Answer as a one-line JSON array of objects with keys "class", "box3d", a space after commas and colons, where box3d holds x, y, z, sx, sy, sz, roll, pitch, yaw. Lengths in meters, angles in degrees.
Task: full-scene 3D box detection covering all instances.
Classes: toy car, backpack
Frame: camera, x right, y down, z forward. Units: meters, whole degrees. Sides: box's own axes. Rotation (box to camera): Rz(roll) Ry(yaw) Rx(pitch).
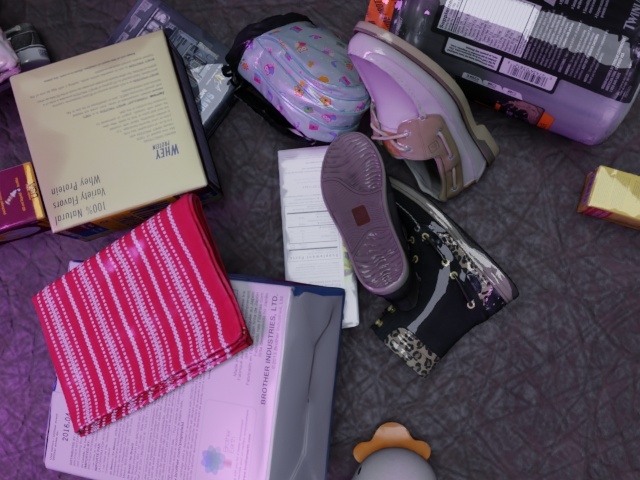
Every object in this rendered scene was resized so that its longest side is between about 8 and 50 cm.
[{"class": "toy car", "box3d": [0.072, 0.347, 1.199, 0.210, 0.219, 0.238, -4, 56, 5]}, {"class": "backpack", "box3d": [-0.017, -0.208, 1.222, 0.152, 0.115, 0.182, -26, 64, -36]}]

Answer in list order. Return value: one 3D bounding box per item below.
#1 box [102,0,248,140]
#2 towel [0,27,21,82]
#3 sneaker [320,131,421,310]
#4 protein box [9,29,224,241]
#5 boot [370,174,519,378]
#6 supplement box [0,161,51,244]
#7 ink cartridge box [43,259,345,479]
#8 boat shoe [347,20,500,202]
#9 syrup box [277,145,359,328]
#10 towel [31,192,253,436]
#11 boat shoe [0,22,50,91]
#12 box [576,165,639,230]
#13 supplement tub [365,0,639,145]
[{"class": "box", "box3d": [-0.230, -0.195, 1.307, 0.183, 0.059, 0.232, 35, 88, 6]}, {"class": "towel", "box3d": [-0.601, -0.273, 1.214, 0.317, 0.053, 0.332, -34, 86, -10]}, {"class": "sneaker", "box3d": [0.062, -0.020, 1.186, 0.083, 0.118, 0.222, -17, 66, 10]}, {"class": "protein box", "box3d": [-0.251, -0.126, 1.204, 0.200, 0.136, 0.201, -17, 85, 1]}, {"class": "boot", "box3d": [0.119, 0.046, 1.249, 0.236, 0.085, 0.178, 44, 93, 8]}, {"class": "supplement box", "box3d": [-0.452, -0.037, 1.290, 0.188, 0.104, 0.080, -17, 85, 4]}, {"class": "ink cartridge box", "box3d": [-0.185, 0.168, 1.189, 0.395, 0.151, 0.270, 5, 86, 26]}, {"class": "boat shoe", "box3d": [0.119, -0.146, 1.170, 0.103, 0.302, 0.113, -53, 43, -2]}, {"class": "syrup box", "box3d": [0.000, 0.000, 1.256, 0.096, 0.093, 0.236, -5, 85, 4]}, {"class": "towel", "box3d": [-0.217, 0.089, 1.117, 0.275, 0.031, 0.199, -31, 70, 21]}, {"class": "boat shoe", "box3d": [-0.489, -0.235, 1.327, 0.219, 0.078, 0.070, -25, 85, -6]}, {"class": "box", "box3d": [0.456, -0.033, 1.226, 0.232, 0.087, 0.058, 18, 87, 5]}, {"class": "supplement tub", "box3d": [0.239, -0.269, 1.200, 0.338, 0.207, 0.207, 23, 88, 6]}]
